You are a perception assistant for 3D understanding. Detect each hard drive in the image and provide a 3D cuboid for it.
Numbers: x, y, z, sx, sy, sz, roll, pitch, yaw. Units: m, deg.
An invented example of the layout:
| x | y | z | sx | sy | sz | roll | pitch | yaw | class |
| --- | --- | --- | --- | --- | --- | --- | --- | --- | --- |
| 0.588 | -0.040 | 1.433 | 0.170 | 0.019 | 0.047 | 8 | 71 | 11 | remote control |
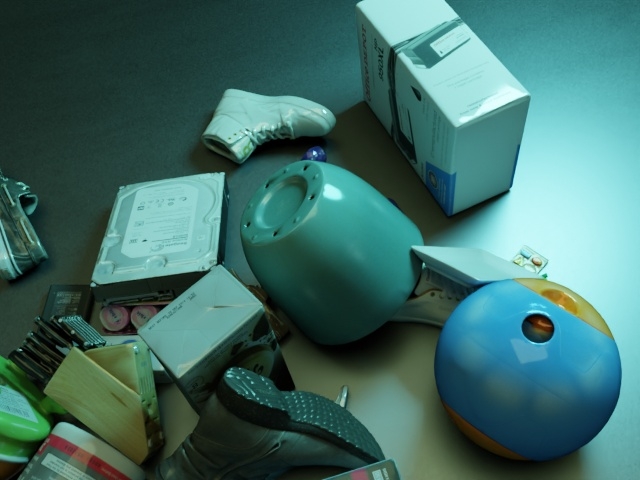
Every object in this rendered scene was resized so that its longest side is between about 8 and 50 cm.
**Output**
| x | y | z | sx | sy | sz | roll | pitch | yaw | class |
| --- | --- | --- | --- | --- | --- | --- | --- | --- | --- |
| -0.507 | 0.151 | 1.435 | 0.094 | 0.022 | 0.135 | 0 | 57 | 6 | hard drive |
| -0.306 | -0.014 | 1.430 | 0.236 | 0.064 | 0.339 | -7 | 37 | 2 | hard drive |

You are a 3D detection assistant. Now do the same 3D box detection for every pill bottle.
| x | y | z | sx | sy | sz | roll | pitch | yaw | class |
| --- | --- | --- | --- | --- | --- | --- | --- | --- | --- |
| -0.433 | 0.465 | 1.134 | 0.176 | 0.176 | 0.319 | 21 | 62 | 19 | pill bottle |

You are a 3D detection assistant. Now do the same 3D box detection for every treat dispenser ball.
| x | y | z | sx | sy | sz | roll | pitch | yaw | class |
| --- | --- | --- | --- | --- | --- | --- | --- | --- | --- |
| 0.326 | 0.203 | 1.153 | 0.288 | 0.288 | 0.288 | -3 | 57 | 5 | treat dispenser ball |

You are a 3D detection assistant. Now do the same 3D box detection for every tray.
| x | y | z | sx | sy | sz | roll | pitch | yaw | class |
| --- | --- | --- | --- | --- | --- | --- | --- | --- | --- |
| 0.284 | 0.052 | 1.297 | 0.145 | 0.270 | 0.030 | 27 | 105 | 37 | tray |

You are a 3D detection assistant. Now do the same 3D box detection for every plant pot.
| x | y | z | sx | sy | sz | roll | pitch | yaw | class |
| --- | --- | --- | --- | --- | --- | --- | --- | --- | --- |
| 0.000 | 0.000 | 1.278 | 0.293 | 0.235 | 0.293 | -26 | 40 | 24 | plant pot |

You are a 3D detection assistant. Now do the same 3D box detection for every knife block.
| x | y | z | sx | sy | sz | roll | pitch | yaw | class |
| --- | --- | --- | --- | --- | --- | --- | --- | --- | --- |
| -0.416 | 0.259 | 1.258 | 0.241 | 0.088 | 0.276 | -11 | 85 | 5 | knife block |

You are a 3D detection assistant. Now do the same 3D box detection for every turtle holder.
| x | y | z | sx | sy | sz | roll | pitch | yaw | class |
| --- | --- | --- | --- | --- | --- | --- | --- | --- | --- |
| -0.621 | 0.286 | 1.236 | 0.320 | 0.243 | 0.227 | 37 | 88 | 14 | turtle holder |

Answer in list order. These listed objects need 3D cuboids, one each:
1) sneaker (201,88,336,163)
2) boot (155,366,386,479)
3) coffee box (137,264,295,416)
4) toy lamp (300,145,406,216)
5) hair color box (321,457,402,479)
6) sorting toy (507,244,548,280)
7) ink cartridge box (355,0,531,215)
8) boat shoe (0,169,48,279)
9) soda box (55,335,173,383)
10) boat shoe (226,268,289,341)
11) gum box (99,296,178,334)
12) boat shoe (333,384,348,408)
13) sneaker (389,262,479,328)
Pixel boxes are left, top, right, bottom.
| x | y | z | sx | sy | sz | roll | pitch | yaw | class |
| --- | --- | --- | --- | --- | --- | --- | --- | --- | --- |
| -0.121 | -0.233 | 1.598 | 0.292 | 0.108 | 0.169 | 12 | 61 | 25 | sneaker |
| -0.077 | 0.353 | 1.171 | 0.223 | 0.338 | 0.118 | -56 | 23 | 11 | boot |
| -0.161 | 0.201 | 1.201 | 0.168 | 0.297 | 0.119 | -40 | 59 | -17 | coffee box |
| 0.072 | -0.097 | 1.498 | 0.080 | 0.080 | 0.274 | -39 | 62 | -18 | toy lamp |
| -0.036 | 0.487 | 1.101 | 0.374 | 0.114 | 0.185 | -16 | 61 | -6 | hair color box |
| 0.415 | 0.048 | 1.404 | 0.083 | 0.012 | 0.062 | 37 | 68 | 26 | sorting toy |
| 0.235 | -0.296 | 1.483 | 0.166 | 0.285 | 0.395 | -24 | 58 | -9 | ink cartridge box |
| -0.667 | -0.070 | 1.554 | 0.119 | 0.121 | 0.335 | -20 | 68 | -16 | boat shoe |
| -0.382 | 0.224 | 1.347 | 0.216 | 0.069 | 0.074 | -2 | 58 | 6 | soda box |
| -0.126 | 0.122 | 1.393 | 0.066 | 0.066 | 0.183 | -29 | 69 | -18 | boat shoe |
| -0.316 | 0.127 | 1.375 | 0.188 | 0.062 | 0.107 | -2 | 18 | 6 | gum box |
| 0.024 | 0.301 | 1.274 | 0.035 | 0.035 | 0.100 | 12 | 66 | 11 | boat shoe |
| 0.232 | 0.099 | 1.329 | 0.289 | 0.123 | 0.106 | -1 | 55 | 4 | sneaker |
